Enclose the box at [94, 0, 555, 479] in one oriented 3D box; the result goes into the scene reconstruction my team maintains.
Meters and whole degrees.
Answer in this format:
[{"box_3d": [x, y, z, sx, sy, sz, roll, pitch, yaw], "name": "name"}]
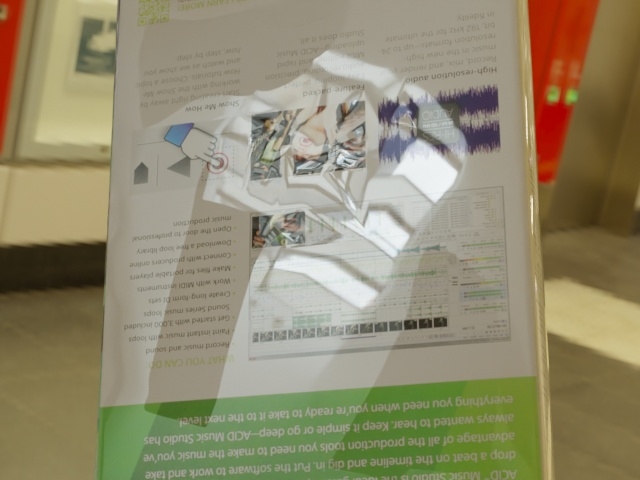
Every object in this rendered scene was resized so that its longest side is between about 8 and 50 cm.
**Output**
[{"box_3d": [0.000, 0.000, 0.737, 0.232, 0.322, 0.058, -5, -21, 16], "name": "box"}]
